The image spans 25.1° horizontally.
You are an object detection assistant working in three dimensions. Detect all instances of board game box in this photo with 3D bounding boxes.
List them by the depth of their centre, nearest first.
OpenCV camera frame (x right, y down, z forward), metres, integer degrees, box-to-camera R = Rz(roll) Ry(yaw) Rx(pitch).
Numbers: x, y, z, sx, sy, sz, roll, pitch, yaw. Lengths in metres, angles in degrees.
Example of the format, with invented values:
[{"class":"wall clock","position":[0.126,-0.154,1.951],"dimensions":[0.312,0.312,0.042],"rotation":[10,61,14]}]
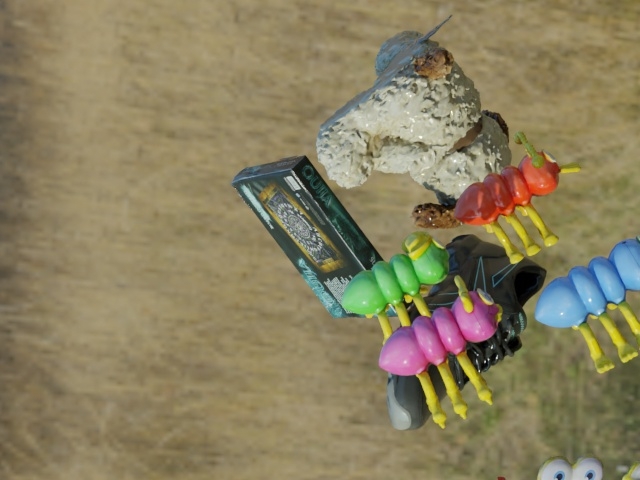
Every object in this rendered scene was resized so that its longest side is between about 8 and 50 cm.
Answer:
[{"class":"board game box","position":[0.000,0.000,1.430],"dimensions":[0.026,0.186,0.126],"rotation":[-45,19,-25]}]

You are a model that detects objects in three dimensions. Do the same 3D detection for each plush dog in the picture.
[{"class":"plush dog","position":[0.160,-0.140,1.856],"dimensions":[0.210,0.225,0.262],"rotation":[-17,32,52]}]

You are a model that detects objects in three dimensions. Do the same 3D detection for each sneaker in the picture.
[{"class":"sneaker","position":[0.146,0.090,1.458],"dimensions":[0.101,0.106,0.267],"rotation":[84,-152,-42]}]

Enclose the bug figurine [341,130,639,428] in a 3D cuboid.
[{"class":"bug figurine","position":[0.125,0.021,1.039],"dimensions":[0.072,0.216,0.279],"rotation":[59,180,-24]}]

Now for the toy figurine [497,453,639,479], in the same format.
[{"class":"toy figurine","position":[0.275,0.323,1.194],"dimensions":[0.191,0.362,0.217],"rotation":[-47,46,39]}]
